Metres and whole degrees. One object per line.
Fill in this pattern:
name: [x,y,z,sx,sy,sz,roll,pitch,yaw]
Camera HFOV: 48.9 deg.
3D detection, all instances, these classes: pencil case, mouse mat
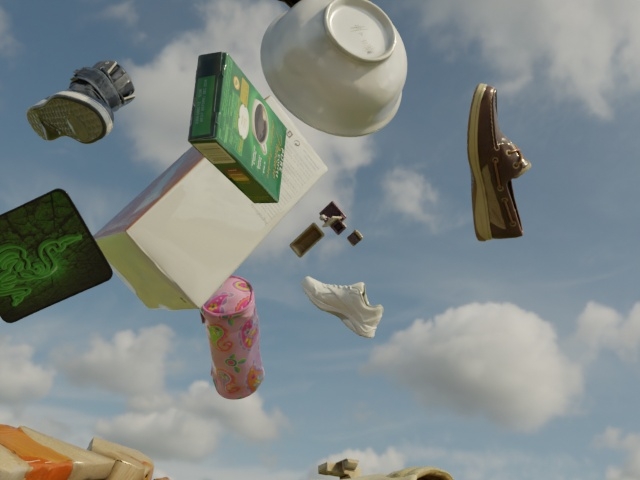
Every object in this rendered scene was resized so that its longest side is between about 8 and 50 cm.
pencil case: [-0.184,0.203,1.468,0.124,0.124,0.284,4,-49,8]
mouse mat: [-0.415,0.025,1.018,0.189,0.007,0.153,-23,-72,8]

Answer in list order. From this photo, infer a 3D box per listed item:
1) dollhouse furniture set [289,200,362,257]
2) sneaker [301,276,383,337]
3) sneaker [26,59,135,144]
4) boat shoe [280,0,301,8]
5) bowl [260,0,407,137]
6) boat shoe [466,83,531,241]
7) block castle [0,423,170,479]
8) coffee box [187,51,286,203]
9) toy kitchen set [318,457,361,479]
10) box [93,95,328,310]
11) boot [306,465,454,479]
dollhouse furniture set: [0.000,0.000,1.238,0.114,0.091,0.081,-43,-9,14]
sneaker: [0.061,0.144,1.787,0.232,0.115,0.090,32,5,12]
sneaker: [-0.344,-0.223,1.101,0.226,0.163,0.086,11,-48,45]
boat shoe: [-0.065,-0.554,1.493,0.324,0.096,0.117,45,-22,13]
bowl: [0.047,-0.351,1.299,0.297,0.298,0.134,17,-29,-15]
boat shoe: [0.381,-0.161,1.484,0.123,0.123,0.342,0,-71,21]
block castle: [-0.140,0.252,0.325,0.303,0.213,0.453,26,-8,14]
coffee box: [-0.095,-0.127,0.847,0.040,0.113,0.184,-3,-19,19]
toy kitchen set: [0.049,0.471,1.371,0.083,0.075,0.068,20,-39,-28]
box: [-0.190,-0.060,1.202,0.168,0.345,0.215,51,-29,-19]
boot: [0.009,0.304,0.712,0.203,0.095,0.262,-20,-9,34]
